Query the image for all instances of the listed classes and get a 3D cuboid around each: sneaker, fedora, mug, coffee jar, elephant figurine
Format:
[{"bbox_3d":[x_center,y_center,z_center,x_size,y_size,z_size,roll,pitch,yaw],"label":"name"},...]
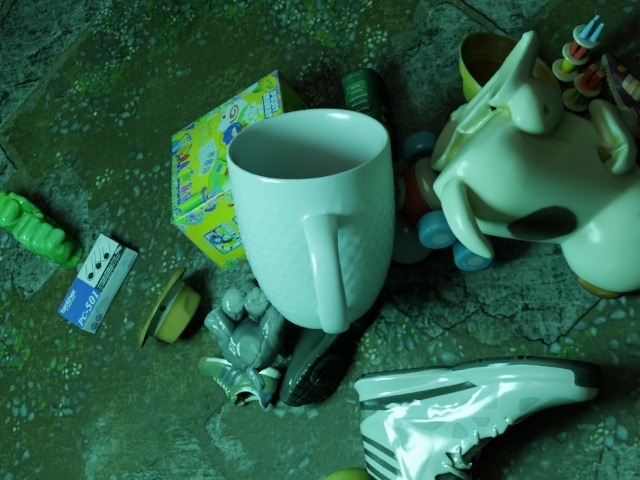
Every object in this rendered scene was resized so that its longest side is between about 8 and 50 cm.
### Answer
[{"bbox_3d":[0.560,-0.262,1.738,0.084,0.069,0.185,-14,64,5],"label":"sneaker"},{"bbox_3d":[-0.306,0.151,2.032,0.079,0.194,0.194,29,87,-3],"label":"fedora"},{"bbox_3d":[-0.001,0.186,1.867,0.130,0.109,0.286,23,74,40],"label":"sneaker"},{"bbox_3d":[0.000,0.000,1.648,0.276,0.328,0.374,-8,31,-2],"label":"mug"},{"bbox_3d":[-0.172,0.286,1.933,0.192,0.064,0.086,4,69,27],"label":"sneaker"},{"bbox_3d":[0.268,0.335,1.638,0.447,0.169,0.257,-13,75,34],"label":"sneaker"},{"bbox_3d":[0.099,-0.250,1.966,0.079,0.096,0.184,-19,63,21],"label":"coffee jar"},{"bbox_3d":[-0.125,0.170,1.897,0.169,0.239,0.186,34,86,5],"label":"elephant figurine"}]

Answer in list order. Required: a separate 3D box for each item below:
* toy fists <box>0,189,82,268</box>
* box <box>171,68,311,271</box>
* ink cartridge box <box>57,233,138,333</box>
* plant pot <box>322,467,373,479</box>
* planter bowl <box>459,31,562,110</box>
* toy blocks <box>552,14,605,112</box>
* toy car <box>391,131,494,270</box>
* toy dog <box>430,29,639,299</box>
[{"bbox_3d":[-0.683,-0.036,2.295,0.279,0.142,0.096,33,90,34],"label":"toy fists"},{"bbox_3d":[-0.139,-0.143,1.957,0.279,0.177,0.290,-29,39,17],"label":"box"},{"bbox_3d":[-0.505,0.096,2.204,0.097,0.046,0.207,26,86,35],"label":"ink cartridge box"},{"bbox_3d":[0.038,0.468,1.730,0.134,0.095,0.134,-11,67,26],"label":"plant pot"},{"bbox_3d":[0.336,-0.285,1.822,0.090,0.217,0.217,-58,47,43],"label":"planter bowl"},{"bbox_3d":[0.479,-0.321,1.749,0.054,0.148,0.123,-4,64,-14],"label":"toy blocks"},{"bbox_3d":[0.170,-0.034,1.796,0.238,0.210,0.219,-31,48,30],"label":"toy car"},{"bbox_3d":[0.410,-0.083,1.580,0.284,0.408,0.395,-52,9,41],"label":"toy dog"}]
